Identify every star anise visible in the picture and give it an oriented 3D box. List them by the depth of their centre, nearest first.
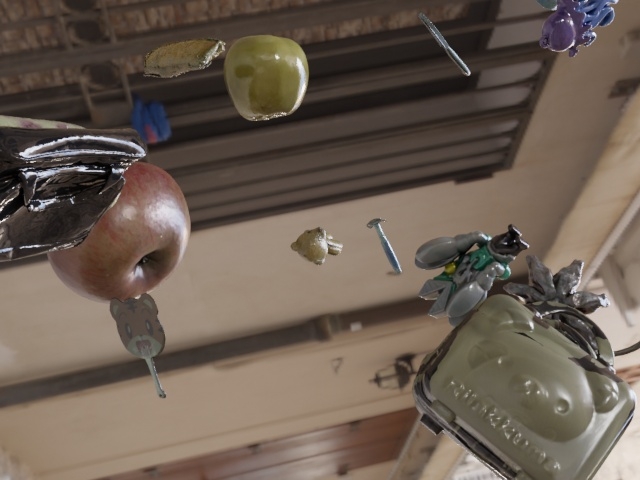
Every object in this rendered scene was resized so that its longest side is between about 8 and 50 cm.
[{"bbox_3d":[0.597,0.159,2.021,0.139,0.359,0.316,70,2,-71],"label":"star anise"}]

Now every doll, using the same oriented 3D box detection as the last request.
[{"bbox_3d":[-0.004,0.008,1.173,0.061,0.051,0.093,32,0,18],"label":"doll"},{"bbox_3d":[0.458,-0.390,1.451,0.067,0.206,0.110,23,-40,57],"label":"doll"},{"bbox_3d":[0.304,0.055,1.763,0.195,0.153,0.258,34,-84,47],"label":"doll"}]

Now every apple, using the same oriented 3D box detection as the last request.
[{"bbox_3d":[-0.455,-0.010,1.905,0.269,0.344,0.345,53,-14,11],"label":"apple"},{"bbox_3d":[-0.153,-0.473,2.388,0.262,0.262,0.262,169,-90,-82],"label":"apple"}]

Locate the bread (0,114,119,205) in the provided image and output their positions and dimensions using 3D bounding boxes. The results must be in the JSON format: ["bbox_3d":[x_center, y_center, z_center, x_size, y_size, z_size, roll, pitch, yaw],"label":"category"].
[{"bbox_3d":[-0.492,-0.119,1.417,0.187,0.155,0.338,56,13,6],"label":"bread"}]

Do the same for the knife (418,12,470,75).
[{"bbox_3d":[0.246,-0.378,1.608,0.210,0.015,0.028,33,22,-50],"label":"knife"}]

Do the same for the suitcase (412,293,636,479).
[{"bbox_3d":[0.379,0.259,1.486,0.351,0.339,0.194,39,-22,17],"label":"suitcase"}]

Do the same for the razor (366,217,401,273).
[{"bbox_3d":[0.154,0.014,1.889,0.135,0.040,0.068,64,-2,-8],"label":"razor"}]

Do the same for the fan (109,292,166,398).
[{"bbox_3d":[-0.360,0.219,1.688,0.152,0.008,0.227,-13,-84,38],"label":"fan"}]

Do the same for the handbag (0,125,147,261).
[{"bbox_3d":[-0.391,-0.064,1.141,0.088,0.244,0.275,54,27,15],"label":"handbag"}]

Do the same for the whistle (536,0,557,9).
[{"bbox_3d":[0.456,-0.589,1.781,0.093,0.269,0.180,141,-46,-56],"label":"whistle"}]

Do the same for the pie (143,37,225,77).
[{"bbox_3d":[-0.359,-0.473,2.128,0.282,0.129,0.068,8,-40,43],"label":"pie"}]
